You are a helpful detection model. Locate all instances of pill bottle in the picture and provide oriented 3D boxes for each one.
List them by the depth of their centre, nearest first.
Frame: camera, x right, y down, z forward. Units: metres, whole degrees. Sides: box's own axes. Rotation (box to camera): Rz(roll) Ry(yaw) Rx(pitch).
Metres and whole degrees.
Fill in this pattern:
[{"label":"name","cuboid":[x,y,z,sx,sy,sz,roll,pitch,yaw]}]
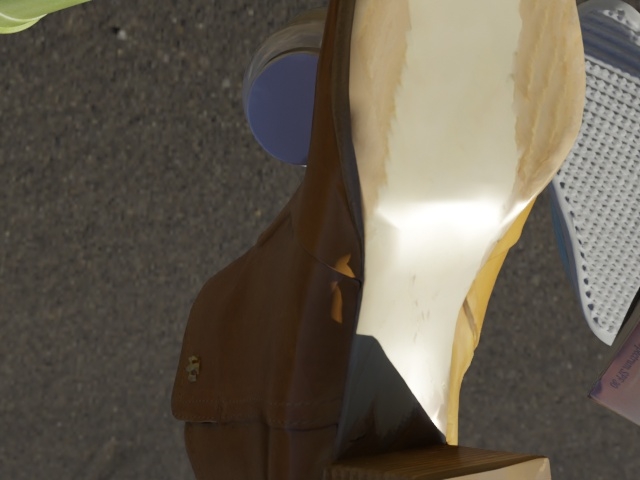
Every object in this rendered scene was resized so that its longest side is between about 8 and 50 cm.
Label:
[{"label":"pill bottle","cuboid":[0.000,-0.070,0.521,0.065,0.116,0.065,2,106,6]}]

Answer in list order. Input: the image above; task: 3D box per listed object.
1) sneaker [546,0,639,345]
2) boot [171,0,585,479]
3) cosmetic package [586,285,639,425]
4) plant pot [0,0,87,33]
[{"label":"sneaker","cuboid":[0.287,-0.076,1.208,0.135,0.150,0.365,-7,108,0]},{"label":"boot","cuboid":[0.001,0.001,0.463,0.104,0.295,0.211,3,173,-29]},{"label":"cosmetic package","cuboid":[0.347,0.100,0.751,0.296,0.129,0.153,27,150,12]},{"label":"plant pot","cuboid":[-0.154,-0.156,0.630,0.079,0.083,0.083,8,153,40]}]
